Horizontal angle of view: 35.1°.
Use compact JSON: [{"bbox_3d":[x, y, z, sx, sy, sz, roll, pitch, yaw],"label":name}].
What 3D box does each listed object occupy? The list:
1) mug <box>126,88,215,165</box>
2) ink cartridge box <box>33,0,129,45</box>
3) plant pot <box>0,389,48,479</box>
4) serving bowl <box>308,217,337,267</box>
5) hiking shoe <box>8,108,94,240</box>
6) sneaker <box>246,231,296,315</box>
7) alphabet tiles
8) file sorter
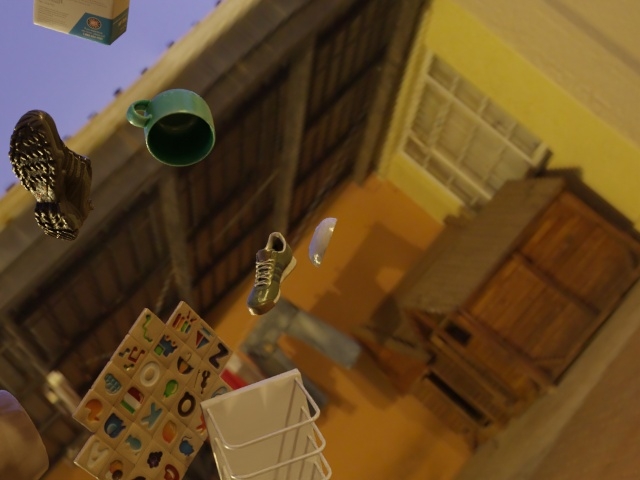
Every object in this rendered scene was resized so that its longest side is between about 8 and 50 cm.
[{"bbox_3d":[-0.273,-0.227,1.894,0.129,0.097,0.158,-25,-45,10],"label":"mug"},{"bbox_3d":[-0.362,-0.435,1.562,0.078,0.134,0.231,-66,-8,-58],"label":"ink cartridge box"},{"bbox_3d":[-0.704,0.440,1.983,0.280,0.323,0.323,-31,-19,-31],"label":"plant pot"},{"bbox_3d":[0.000,0.000,1.601,0.083,0.027,0.083,20,-90,-90],"label":"serving bowl"},{"bbox_3d":[-0.412,-0.115,1.579,0.114,0.086,0.227,-66,-23,-49],"label":"hiking shoe"},{"bbox_3d":[-0.107,0.058,1.988,0.192,0.064,0.086,-61,-41,-50],"label":"sneaker"},{"bbox_3d":[-0.294,0.296,1.841,0.285,0.011,0.343,51,-119,-38],"label":"alphabet tiles"},{"bbox_3d":[-0.079,0.418,1.841,0.192,0.278,0.173,-18,24,-13],"label":"file sorter"}]
